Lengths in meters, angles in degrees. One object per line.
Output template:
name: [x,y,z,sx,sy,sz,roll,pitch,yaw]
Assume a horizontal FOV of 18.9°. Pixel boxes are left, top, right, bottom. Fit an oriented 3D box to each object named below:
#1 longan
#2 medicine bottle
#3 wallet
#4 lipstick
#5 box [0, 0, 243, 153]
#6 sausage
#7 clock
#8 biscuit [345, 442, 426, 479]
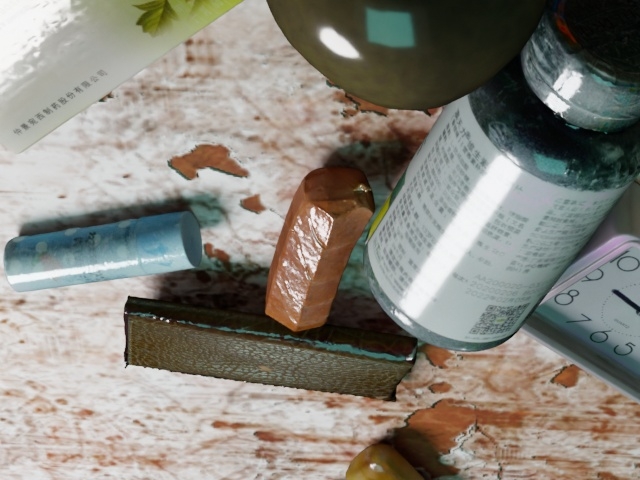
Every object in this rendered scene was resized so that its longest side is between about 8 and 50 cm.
longan: [0.055,-0.169,1.239,0.189,0.189,0.189,3,139,3]
medicine bottle: [0.145,-0.053,1.376,0.141,0.141,0.293,17,138,-13]
wallet: [-0.045,0.090,1.626,0.243,0.039,0.133,7,159,-2]
lipstick: [-0.177,0.010,1.555,0.158,0.048,0.048,-8,137,16]
box: [-0.189,-0.181,1.328,0.260,0.062,0.175,-29,129,34]
sausage: [-0.001,0.000,1.512,0.065,0.065,0.169,12,138,-7]
clock: [0.257,0.049,1.540,0.197,0.063,0.150,32,132,-27]
biscuit: [0.098,0.265,1.816,0.208,0.047,0.164,23,135,-19]
